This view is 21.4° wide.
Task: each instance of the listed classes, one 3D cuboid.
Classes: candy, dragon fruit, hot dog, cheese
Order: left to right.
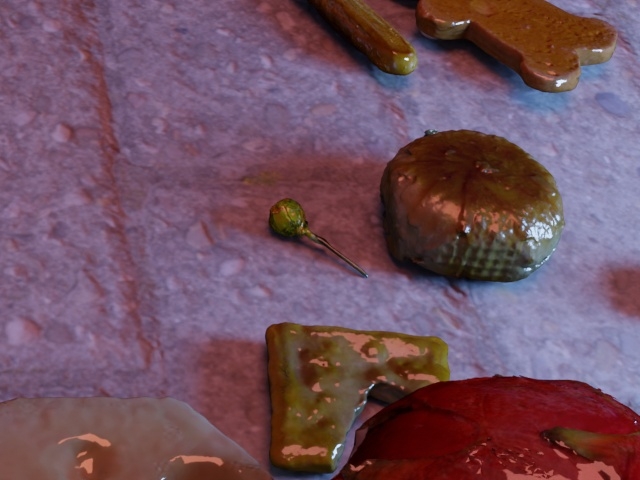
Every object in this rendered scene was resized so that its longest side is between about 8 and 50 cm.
[{"bbox_3d":[-0.162,0.258,1.306,0.326,0.115,0.318,29,43,18],"label":"cheese"},{"bbox_3d":[0.000,0.000,1.713,0.123,0.035,0.035,34,27,11],"label":"candy"},{"bbox_3d":[0.041,-0.258,2.000,0.066,0.047,0.215,-8,43,-44],"label":"hot dog"},{"bbox_3d":[0.151,0.245,1.292,0.302,0.295,0.295,12,39,18],"label":"dragon fruit"}]

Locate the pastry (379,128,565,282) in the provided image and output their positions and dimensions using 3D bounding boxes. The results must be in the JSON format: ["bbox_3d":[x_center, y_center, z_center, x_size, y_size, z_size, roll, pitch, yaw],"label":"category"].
[{"bbox_3d":[0.158,-0.041,1.751,0.192,0.093,0.182,4,39,-10],"label":"pastry"}]

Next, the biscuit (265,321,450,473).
[{"bbox_3d":[0.038,0.144,1.550,0.183,0.039,0.174,3,41,-11],"label":"biscuit"}]

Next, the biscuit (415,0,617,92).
[{"bbox_3d":[0.204,-0.281,2.071,0.324,0.049,0.205,33,43,21],"label":"biscuit"}]
